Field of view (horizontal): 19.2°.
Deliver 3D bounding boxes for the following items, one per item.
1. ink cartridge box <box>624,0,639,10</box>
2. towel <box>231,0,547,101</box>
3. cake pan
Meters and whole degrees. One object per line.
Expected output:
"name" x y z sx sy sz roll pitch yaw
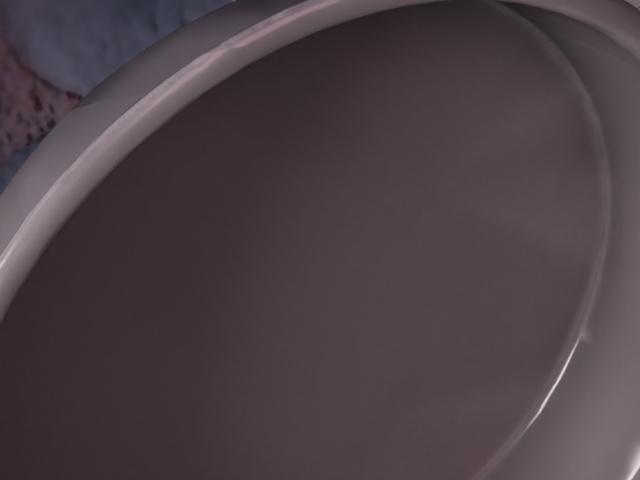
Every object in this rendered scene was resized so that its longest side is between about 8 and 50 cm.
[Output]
"ink cartridge box" 0.191 -0.111 0.852 0.168 0.171 0.232 -17 101 -34
"towel" 0.038 -0.213 0.700 0.283 0.235 0.121 -54 146 -18
"cake pan" 0.004 0.039 0.610 0.293 0.054 0.293 -18 128 -24
